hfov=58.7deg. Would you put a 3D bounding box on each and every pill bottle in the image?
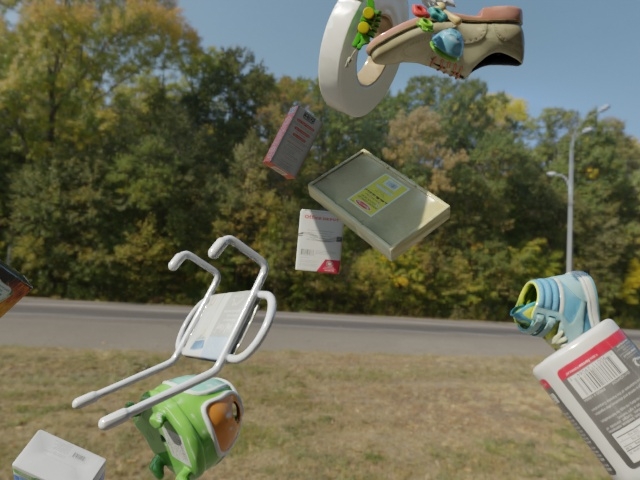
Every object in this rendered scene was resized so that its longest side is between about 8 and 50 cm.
[{"bbox_3d":[0.542,0.312,0.996,0.176,0.318,0.176,-29,-22,-13],"label":"pill bottle"}]

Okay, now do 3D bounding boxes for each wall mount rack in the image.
[{"bbox_3d":[-0.218,0.148,0.862,0.130,0.304,0.350,36,-24,-22],"label":"wall mount rack"}]

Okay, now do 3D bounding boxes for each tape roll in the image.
[{"bbox_3d":[0.130,-0.550,1.627,0.072,0.392,0.392,26,6,25],"label":"tape roll"}]

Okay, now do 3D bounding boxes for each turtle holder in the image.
[{"bbox_3d":[-0.335,0.458,1.428,0.227,0.243,0.320,-28,-8,-41],"label":"turtle holder"}]

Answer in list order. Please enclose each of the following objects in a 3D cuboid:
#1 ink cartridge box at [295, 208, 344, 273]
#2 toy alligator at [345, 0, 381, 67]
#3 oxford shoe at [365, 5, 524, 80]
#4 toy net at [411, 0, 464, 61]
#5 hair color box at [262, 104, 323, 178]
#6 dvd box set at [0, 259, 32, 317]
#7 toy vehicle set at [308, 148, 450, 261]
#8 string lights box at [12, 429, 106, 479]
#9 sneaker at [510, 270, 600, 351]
[{"bbox_3d":[0.000,0.000,1.410,0.109,0.150,0.063,6,7,3],"label":"ink cartridge box"},{"bbox_3d":[0.116,-0.523,1.446,0.051,0.190,0.056,19,7,-1],"label":"toy alligator"},{"bbox_3d":[0.313,-0.467,1.392,0.397,0.146,0.140,-10,-2,0],"label":"oxford shoe"},{"bbox_3d":[0.227,-0.453,1.153,0.122,0.232,0.045,16,-45,-16],"label":"toy net"},{"bbox_3d":[-0.059,-0.211,1.228,0.072,0.141,0.043,31,-11,-26],"label":"hair color box"},{"bbox_3d":[-0.863,0.162,1.159,0.062,0.420,0.307,34,-16,36],"label":"dvd box set"},{"bbox_3d":[0.118,-0.084,1.199,0.166,0.035,0.267,-34,52,-20],"label":"toy vehicle set"},{"bbox_3d":[-0.480,0.470,1.054,0.133,0.260,0.077,23,39,3],"label":"string lights box"},{"bbox_3d":[0.556,0.234,1.344,0.208,0.319,0.127,-1,-17,-15],"label":"sneaker"}]
